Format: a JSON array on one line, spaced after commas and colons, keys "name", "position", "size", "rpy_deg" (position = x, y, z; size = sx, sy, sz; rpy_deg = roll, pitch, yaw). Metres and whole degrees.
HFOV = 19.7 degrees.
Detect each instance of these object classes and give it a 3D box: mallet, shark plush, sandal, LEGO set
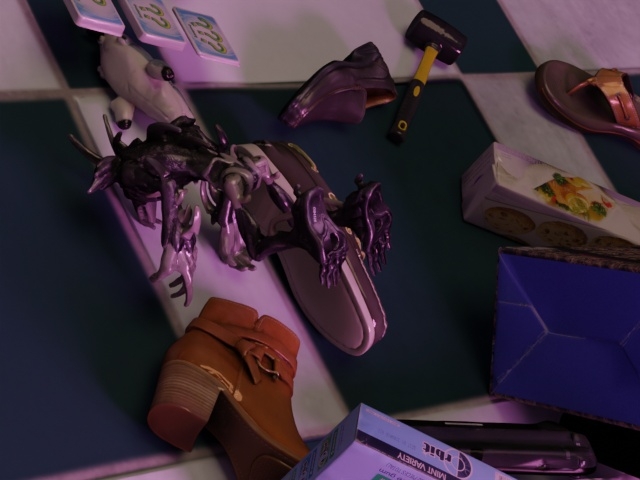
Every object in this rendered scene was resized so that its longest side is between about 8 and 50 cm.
[{"name": "mallet", "position": [0.095, -0.172, 1.909], "size": [0.062, 0.039, 0.190], "rpy_deg": [37, 45, -5]}, {"name": "shark plush", "position": [-0.175, -0.154, 1.695], "size": [0.161, 0.073, 0.067], "rpy_deg": [41, 16, 32]}, {"name": "sandal", "position": [0.334, -0.151, 2.049], "size": [0.219, 0.060, 0.090], "rpy_deg": [24, 44, -19]}, {"name": "LEGO set", "position": [-0.179, -0.270, 1.738], "size": [0.182, 0.060, 0.244], "rpy_deg": [11, 35, -37]}]

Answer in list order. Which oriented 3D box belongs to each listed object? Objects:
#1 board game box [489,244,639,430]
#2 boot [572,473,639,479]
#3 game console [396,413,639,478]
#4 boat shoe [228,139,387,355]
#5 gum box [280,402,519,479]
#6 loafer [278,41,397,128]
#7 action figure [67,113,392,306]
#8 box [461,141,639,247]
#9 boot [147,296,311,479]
[{"name": "board game box", "position": [0.340, 0.085, 1.697], "size": [0.291, 0.232, 0.141], "rpy_deg": [-1, 96, -38]}, {"name": "boot", "position": [0.244, 0.276, 1.584], "size": [0.258, 0.095, 0.123], "rpy_deg": [-8, 55, -41]}, {"name": "game console", "position": [0.205, 0.179, 1.603], "size": [0.361, 0.213, 0.044], "rpy_deg": [4, 92, -15]}, {"name": "boat shoe", "position": [0.000, 0.000, 1.649], "size": [0.068, 0.081, 0.228], "rpy_deg": [-16, 63, -40]}, {"name": "gum box", "position": [0.048, 0.215, 1.420], "size": [0.157, 0.184, 0.041], "rpy_deg": [27, 43, -16]}, {"name": "loafer", "position": [0.022, -0.142, 1.806], "size": [0.061, 0.062, 0.170], "rpy_deg": [51, 43, 3]}, {"name": "action figure", "position": [-0.088, -0.022, 1.550], "size": [0.275, 0.141, 0.164], "rpy_deg": [16, 25, 28]}, {"name": "box", "position": [0.294, -0.007, 1.892], "size": [0.324, 0.067, 0.063], "rpy_deg": [22, 46, -23]}, {"name": "boot", "position": [-0.038, 0.136, 1.513], "size": [0.197, 0.073, 0.152], "rpy_deg": [36, 37, -10]}]
